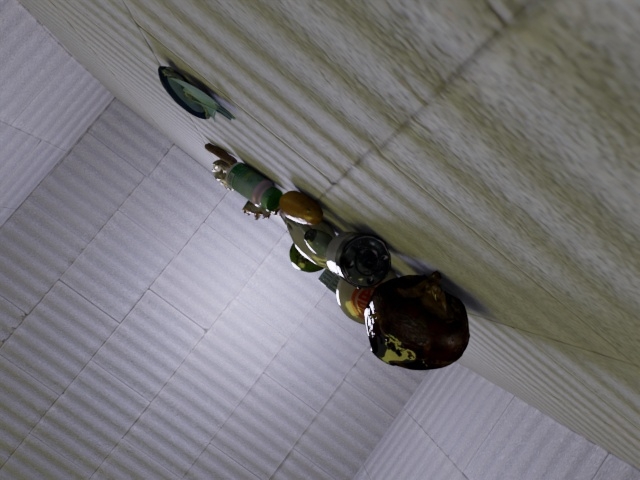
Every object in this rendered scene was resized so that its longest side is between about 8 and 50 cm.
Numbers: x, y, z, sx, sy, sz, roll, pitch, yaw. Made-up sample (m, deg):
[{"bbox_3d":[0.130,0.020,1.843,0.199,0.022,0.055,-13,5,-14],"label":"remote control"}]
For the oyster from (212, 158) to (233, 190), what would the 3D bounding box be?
[{"bbox_3d":[-0.544,-0.384,2.346,0.166,0.110,0.341,29,169,23],"label":"oyster"}]

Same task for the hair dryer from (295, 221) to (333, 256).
[{"bbox_3d":[0.008,0.007,1.601,0.229,0.092,0.267,39,-175,-23],"label":"hair dryer"}]

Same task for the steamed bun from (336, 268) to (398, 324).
[{"bbox_3d":[0.209,0.231,1.676,0.283,0.283,0.177,39,-169,-9],"label":"steamed bun"}]

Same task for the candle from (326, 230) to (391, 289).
[{"bbox_3d":[0.117,0.060,1.427,0.187,0.187,0.330,39,175,-12],"label":"candle"}]

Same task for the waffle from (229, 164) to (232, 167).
[{"bbox_3d":[-0.409,-0.349,2.127,0.191,0.038,0.191,38,174,5],"label":"waffle"}]

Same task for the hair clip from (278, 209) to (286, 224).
[{"bbox_3d":[-0.149,-0.113,2.038,0.101,0.085,0.331,61,174,-20],"label":"hair clip"}]

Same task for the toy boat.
[{"bbox_3d":[-0.360,-0.411,1.209,0.291,0.070,0.210,34,176,9],"label":"toy boat"}]

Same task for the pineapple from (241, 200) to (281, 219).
[{"bbox_3d":[-0.281,-0.198,2.005,0.114,0.236,0.186,-179,76,-73],"label":"pineapple"}]

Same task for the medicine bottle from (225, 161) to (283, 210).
[{"bbox_3d":[-0.300,-0.243,1.829,0.274,0.133,0.133,36,174,26],"label":"medicine bottle"}]

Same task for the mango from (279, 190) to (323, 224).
[{"bbox_3d":[-0.073,-0.120,1.521,0.147,0.109,0.227,42,172,-38],"label":"mango"}]

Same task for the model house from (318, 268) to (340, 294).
[{"bbox_3d":[0.133,0.173,2.075,0.198,0.224,0.215,38,179,23],"label":"model house"}]

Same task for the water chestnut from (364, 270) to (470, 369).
[{"bbox_3d":[0.315,0.230,1.261,0.335,0.347,0.335,13,-153,-7],"label":"water chestnut"}]

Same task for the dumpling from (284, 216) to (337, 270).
[{"bbox_3d":[0.003,0.002,1.786,0.341,0.181,0.260,23,-170,26],"label":"dumpling"}]

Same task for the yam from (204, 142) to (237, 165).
[{"bbox_3d":[-0.492,-0.427,1.974,0.264,0.046,0.046,33,173,39],"label":"yam"}]

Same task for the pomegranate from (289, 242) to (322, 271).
[{"bbox_3d":[-0.060,0.064,2.340,0.254,0.254,0.270,32,133,44],"label":"pomegranate"}]
